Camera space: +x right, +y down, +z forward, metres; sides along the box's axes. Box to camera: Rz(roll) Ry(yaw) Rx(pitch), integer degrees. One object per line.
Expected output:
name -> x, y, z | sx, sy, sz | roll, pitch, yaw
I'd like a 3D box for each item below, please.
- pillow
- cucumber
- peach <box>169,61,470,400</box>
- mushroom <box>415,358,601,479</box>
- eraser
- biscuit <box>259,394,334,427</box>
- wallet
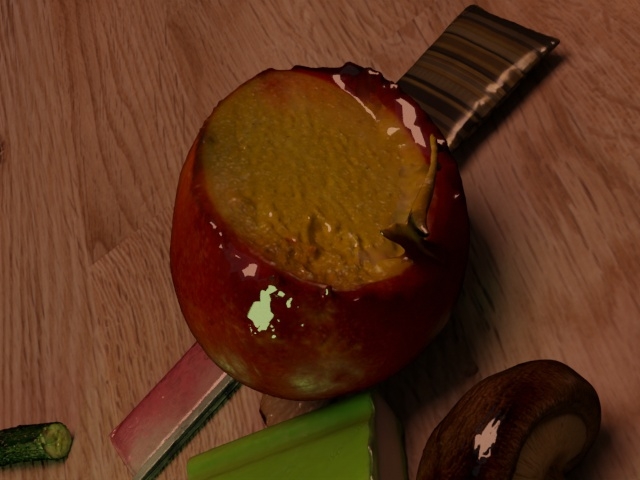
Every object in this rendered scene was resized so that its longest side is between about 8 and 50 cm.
pillow -> 0.186, -0.213, 1.683 | 0.212, 0.052, 0.208 | -45, 35, -2
cucumber -> -0.437, 0.291, 1.810 | 0.187, 0.058, 0.058 | -13, 48, 35
peach -> -0.001, 0.002, 1.450 | 0.335, 0.310, 0.405 | 0, 44, -3
mushroom -> 0.169, 0.212, 1.205 | 0.138, 0.194, 0.231 | 11, 54, 47
eraser -> -0.031, 0.296, 1.401 | 0.274, 0.092, 0.210 | -26, 41, 26
biscuit -> -0.026, 0.186, 1.552 | 0.120, 0.015, 0.120 | -25, 42, 25
wallet -> -0.180, 0.206, 1.671 | 0.232, 0.025, 0.119 | -47, 38, -1
